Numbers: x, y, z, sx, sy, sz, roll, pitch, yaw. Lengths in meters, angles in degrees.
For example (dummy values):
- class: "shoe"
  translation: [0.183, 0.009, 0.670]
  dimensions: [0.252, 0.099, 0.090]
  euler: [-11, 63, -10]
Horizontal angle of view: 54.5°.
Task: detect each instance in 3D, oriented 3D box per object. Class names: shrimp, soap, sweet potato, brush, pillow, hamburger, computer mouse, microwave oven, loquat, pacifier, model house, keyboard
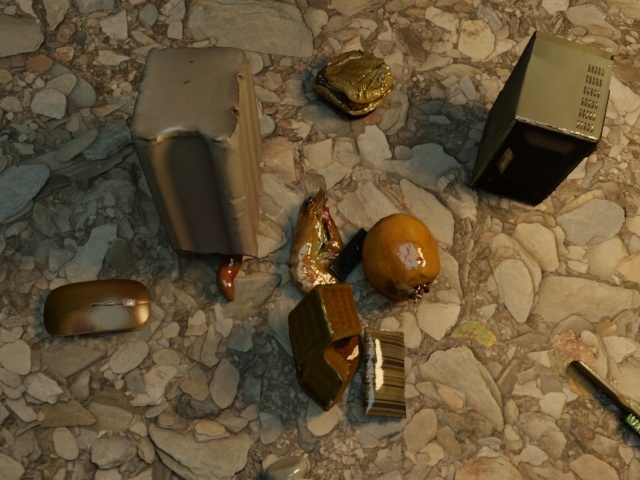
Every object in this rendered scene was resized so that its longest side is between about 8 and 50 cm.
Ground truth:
- class: "shrimp"
  translation: [0.000, 0.000, 1.550]
  dimensions: [0.154, 0.062, 0.294]
  euler: [8, 71, -14]
- class: "soap"
  translation: [-0.250, -0.195, 1.378]
  dimensions: [0.213, 0.435, 0.350]
  euler: [1, 58, 0]
- class: "sweet potato"
  translation: [-0.221, 0.047, 1.516]
  dimensions: [0.058, 0.055, 0.202]
  euler: [-11, 66, 25]
- class: "brush"
  translation: [0.697, 0.386, 1.444]
  dimensions: [0.282, 0.054, 0.048]
  euler: [44, 85, 13]
- class: "pillow"
  translation: [0.148, 0.305, 1.438]
  dimensions: [0.113, 0.038, 0.203]
  euler: [13, 65, -23]
- class: "hamburger"
  translation: [0.092, -0.422, 1.694]
  dimensions: [0.183, 0.130, 0.206]
  euler: [-38, 57, -17]
- class: "computer mouse"
  translation: [-0.525, 0.158, 1.457]
  dimensions: [0.245, 0.056, 0.125]
  euler: [-4, 70, -6]
- class: "microwave oven"
  translation: [0.541, -0.277, 1.527]
  dimensions: [0.219, 0.355, 0.286]
  euler: [17, 68, 3]
- class: "loquat"
  translation: [0.189, 0.043, 1.471]
  dimensions: [0.176, 0.187, 0.234]
  euler: [-8, 61, -15]
- class: "pacifier"
  translation: [-0.075, 0.542, 1.295]
  dimensions: [0.279, 0.227, 0.207]
  euler: [-17, 36, 10]
- class: "model house"
  translation: [0.024, 0.221, 1.366]
  dimensions: [0.173, 0.239, 0.268]
  euler: [-13, 69, -9]
- class: "keyboard"
  translation: [0.078, 0.034, 1.540]
  dimensions: [0.053, 0.010, 0.155]
  euler: [48, 59, -9]
